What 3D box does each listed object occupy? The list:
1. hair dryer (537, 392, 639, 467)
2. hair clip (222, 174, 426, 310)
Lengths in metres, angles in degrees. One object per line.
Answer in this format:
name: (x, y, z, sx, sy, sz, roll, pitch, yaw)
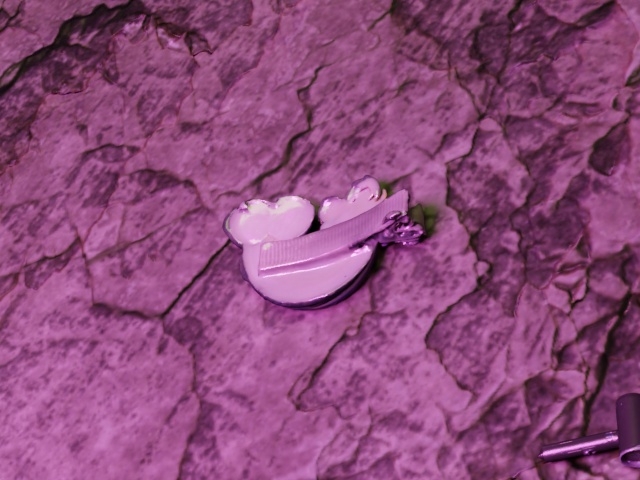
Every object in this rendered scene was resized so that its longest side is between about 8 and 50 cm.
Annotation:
hair dryer: (0.190, 0.138, 1.151, 0.083, 0.026, 0.047, -19, 46, 25)
hair clip: (0.000, 0.000, 1.341, 0.172, 0.049, 0.116, -17, 45, 20)
